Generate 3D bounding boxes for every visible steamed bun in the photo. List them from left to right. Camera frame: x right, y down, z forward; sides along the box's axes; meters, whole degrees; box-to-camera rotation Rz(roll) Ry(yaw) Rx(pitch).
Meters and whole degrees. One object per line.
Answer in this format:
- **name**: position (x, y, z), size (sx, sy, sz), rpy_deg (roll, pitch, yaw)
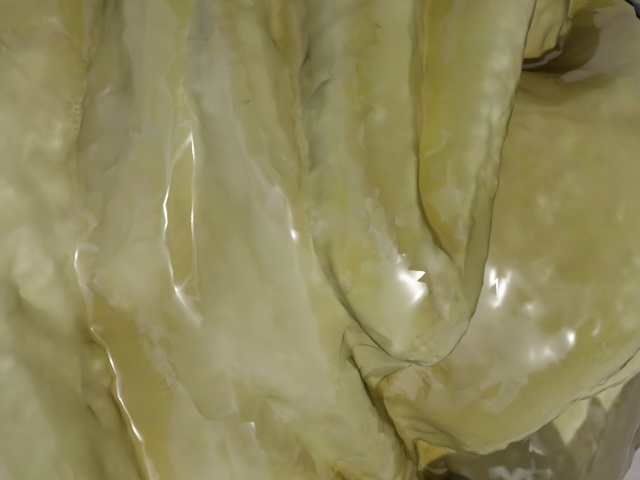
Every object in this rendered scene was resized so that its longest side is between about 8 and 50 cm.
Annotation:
- **steamed bun**: position (0.001, -0.005, 0.637), size (0.230, 0.372, 0.324), rpy_deg (-5, 103, 58)

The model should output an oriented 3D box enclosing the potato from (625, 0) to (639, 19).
- **potato**: position (0.113, -0.100, 0.327), size (0.200, 0.081, 0.164), rpy_deg (45, 123, 45)
